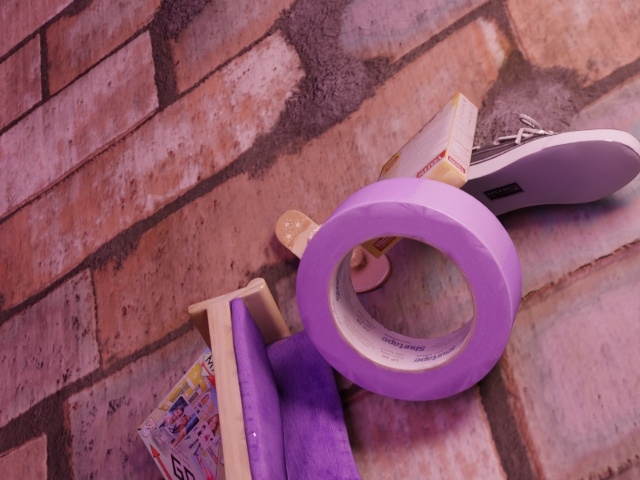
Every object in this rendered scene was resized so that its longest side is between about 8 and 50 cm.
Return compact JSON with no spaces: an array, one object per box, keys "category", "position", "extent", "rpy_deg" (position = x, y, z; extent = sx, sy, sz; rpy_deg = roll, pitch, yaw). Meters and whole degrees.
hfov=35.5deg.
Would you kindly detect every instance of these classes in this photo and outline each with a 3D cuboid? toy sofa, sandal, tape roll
[{"category":"toy sofa","position":[-0.058,0.228,1.323],"extent":[0.177,0.150,0.362],"rpy_deg":[-19,45,6]},{"category":"sandal","position":[-0.003,0.006,1.514],"extent":[0.240,0.079,0.088],"rpy_deg":[30,86,44]},{"category":"tape roll","position":[0.112,0.063,1.265],"extent":[0.275,0.274,0.090],"rpy_deg":[-22,13,27]}]

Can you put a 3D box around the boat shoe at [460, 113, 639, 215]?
[{"category":"boat shoe","position":[0.286,-0.104,1.335],"extent":[0.306,0.113,0.105],"rpy_deg":[-20,38,44]}]

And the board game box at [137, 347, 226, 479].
[{"category":"board game box","position":[-0.129,0.309,1.465],"extent":[0.213,0.046,0.317],"rpy_deg":[-50,46,5]}]

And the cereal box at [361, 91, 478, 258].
[{"category":"cereal box","position":[0.138,-0.093,1.377],"extent":[0.173,0.047,0.240],"rpy_deg":[-43,13,30]}]
